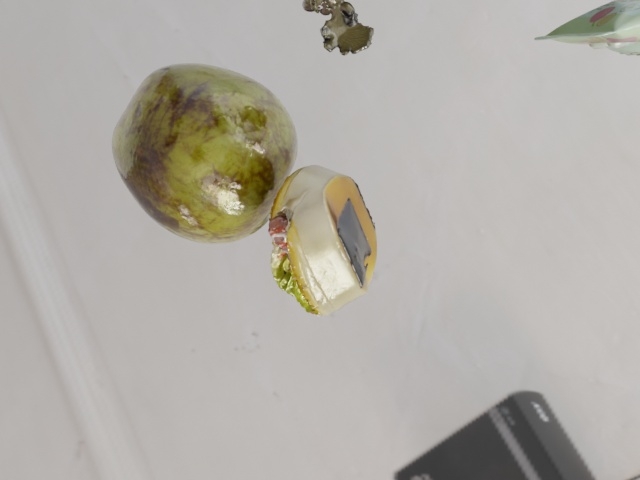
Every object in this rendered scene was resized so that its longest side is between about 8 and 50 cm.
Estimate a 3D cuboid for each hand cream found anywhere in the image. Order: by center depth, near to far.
[{"bbox_3d":[0.400,-0.257,1.231,0.147,0.306,0.093,-153,-130,-70],"label":"hand cream"}]

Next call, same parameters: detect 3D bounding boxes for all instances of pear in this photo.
[{"bbox_3d":[-0.171,-0.129,1.651,0.284,0.284,0.283,-7,-105,30],"label":"pear"}]

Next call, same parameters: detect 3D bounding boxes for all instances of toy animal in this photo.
[{"bbox_3d":[0.030,-0.350,1.408,0.186,0.094,0.214,-125,-128,-61],"label":"toy animal"}]

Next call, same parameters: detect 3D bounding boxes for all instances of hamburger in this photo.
[{"bbox_3d":[0.000,0.000,1.535,0.116,0.210,0.173,-4,-135,24],"label":"hamburger"}]
